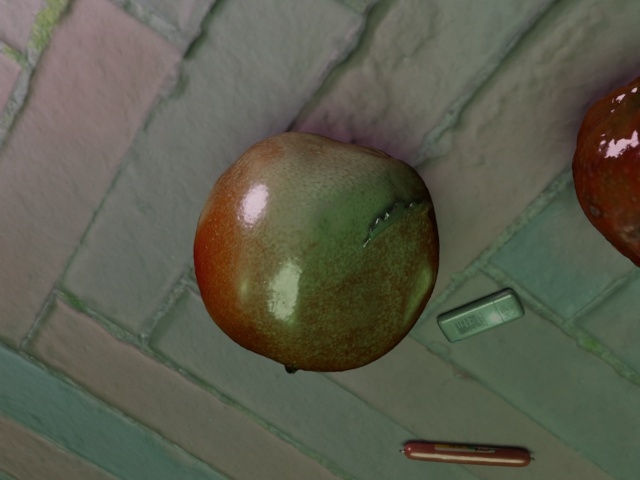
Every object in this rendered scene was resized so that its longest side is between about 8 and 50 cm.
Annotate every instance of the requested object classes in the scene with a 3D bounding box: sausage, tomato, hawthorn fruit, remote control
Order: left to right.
[{"bbox_3d":[0.000,0.000,0.808,0.304,0.303,0.239,16,126,0],"label":"tomato"},{"bbox_3d":[0.245,0.361,1.123,0.223,0.029,0.029,1,119,9],"label":"sausage"},{"bbox_3d":[0.237,0.113,0.990,0.125,0.018,0.053,-27,111,22],"label":"remote control"},{"bbox_3d":[0.410,-0.075,0.731,0.258,0.258,0.262,-23,141,21],"label":"hawthorn fruit"}]
